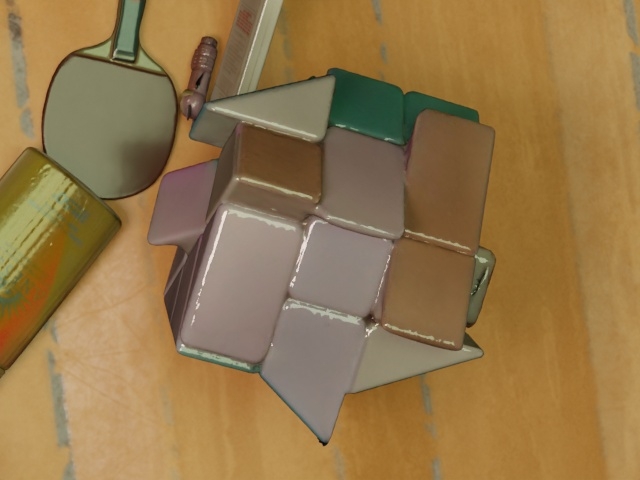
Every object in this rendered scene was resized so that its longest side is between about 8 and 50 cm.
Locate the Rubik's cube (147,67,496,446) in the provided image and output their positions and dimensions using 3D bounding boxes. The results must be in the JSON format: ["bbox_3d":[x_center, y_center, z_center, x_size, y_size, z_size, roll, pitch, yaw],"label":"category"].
[{"bbox_3d":[0.000,0.000,1.749,0.358,0.387,0.368,16,99,-13],"label":"Rubik's cube"}]

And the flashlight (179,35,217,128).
[{"bbox_3d":[-0.143,-0.185,1.874,0.031,0.052,0.110,9,74,10],"label":"flashlight"}]

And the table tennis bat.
[{"bbox_3d":[-0.232,-0.182,1.850,0.154,0.021,0.274,12,84,-18],"label":"table tennis bat"}]

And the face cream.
[{"bbox_3d":[-0.352,0.048,1.762,0.139,0.067,0.285,41,77,-18],"label":"face cream"}]

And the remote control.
[{"bbox_3d":[-0.086,-0.208,1.837,0.029,0.087,0.190,12,105,-23],"label":"remote control"}]
